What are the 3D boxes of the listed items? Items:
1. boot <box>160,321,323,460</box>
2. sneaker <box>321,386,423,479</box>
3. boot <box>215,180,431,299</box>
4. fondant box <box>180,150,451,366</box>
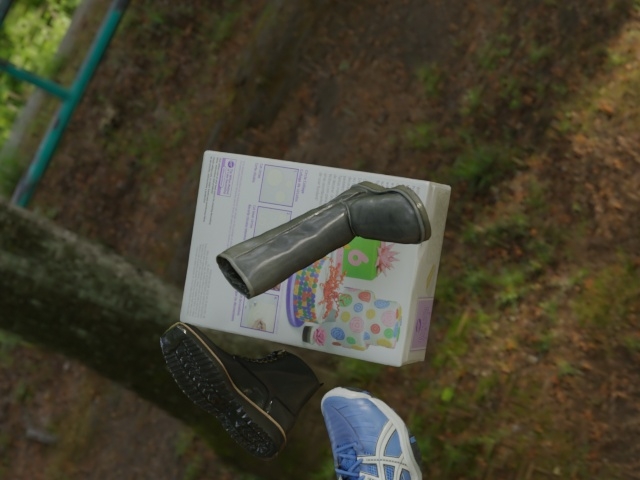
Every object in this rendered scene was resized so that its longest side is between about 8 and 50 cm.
[{"bbox_3d":[-0.093,0.152,1.559,0.077,0.198,0.137,-26,16,42],"label":"boot"},{"bbox_3d":[0.053,0.236,1.212,0.080,0.081,0.211,-38,73,41],"label":"sneaker"},{"bbox_3d":[0.001,0.002,1.474,0.189,0.208,0.076,11,120,64],"label":"boot"},{"bbox_3d":[-0.010,0.019,1.714,0.330,0.096,0.238,10,92,25],"label":"fondant box"}]
